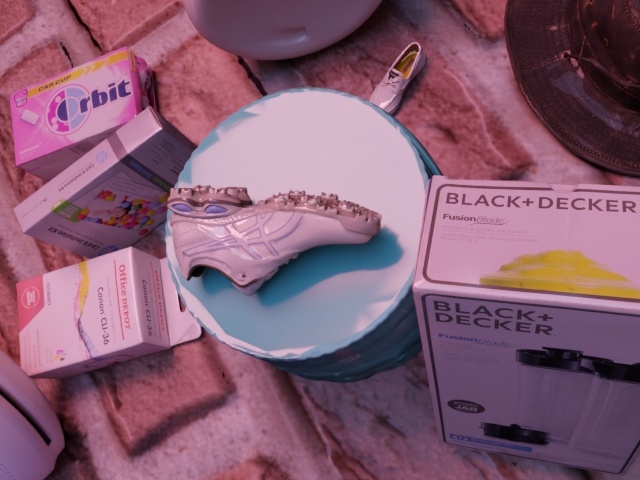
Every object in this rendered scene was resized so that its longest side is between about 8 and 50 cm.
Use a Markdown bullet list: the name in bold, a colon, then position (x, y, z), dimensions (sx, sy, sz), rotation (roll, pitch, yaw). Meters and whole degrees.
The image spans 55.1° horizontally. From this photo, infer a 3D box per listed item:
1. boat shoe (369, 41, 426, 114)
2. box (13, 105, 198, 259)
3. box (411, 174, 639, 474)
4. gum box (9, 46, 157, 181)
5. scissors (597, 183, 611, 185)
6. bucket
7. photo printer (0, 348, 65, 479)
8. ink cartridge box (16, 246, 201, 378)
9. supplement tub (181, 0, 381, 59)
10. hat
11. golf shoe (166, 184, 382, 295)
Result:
- **boat shoe**: position (0.085, -0.182, 0.698), dimensions (0.035, 0.035, 0.100), rotation (37, 88, 22)
- **box**: position (-0.222, -0.055, 0.697), dimensions (0.186, 0.145, 0.038), rotation (-34, 68, 5)
- **box**: position (0.166, 0.080, 0.463), dimensions (0.169, 0.290, 0.087), rotation (6, 56, 17)
- **gum box**: position (-0.300, -0.162, 0.793), dimensions (0.188, 0.062, 0.107), rotation (-18, 72, 11)
- **scissors**: position (0.216, -0.001, 0.511), dimensions (0.109, 0.297, 0.021), rotation (53, 135, 30)
- **bucket**: position (0.000, 0.000, 0.595), dimensions (0.281, 0.183, 0.281), rotation (-4, 74, 16)
- **photo printer**: position (-0.447, 0.175, 0.651), dimensions (0.307, 0.256, 0.107), rotation (-4, 43, 15)
- **ink cartridge box**: position (-0.245, 0.081, 0.709), dimensions (0.198, 0.067, 0.115), rotation (-17, 71, 12)
- **supplement tub**: position (-0.067, -0.402, 0.696), dimensions (0.235, 0.235, 0.325), rotation (-19, 71, 11)
- **hat**: position (0.333, -0.236, 0.588), dimensions (0.331, 0.134, 0.332), rotation (-4, 75, 16)
- **golf shoe**: position (-0.037, 0.002, 0.485), dimensions (0.176, 0.069, 0.086), rotation (4, 97, 21)
